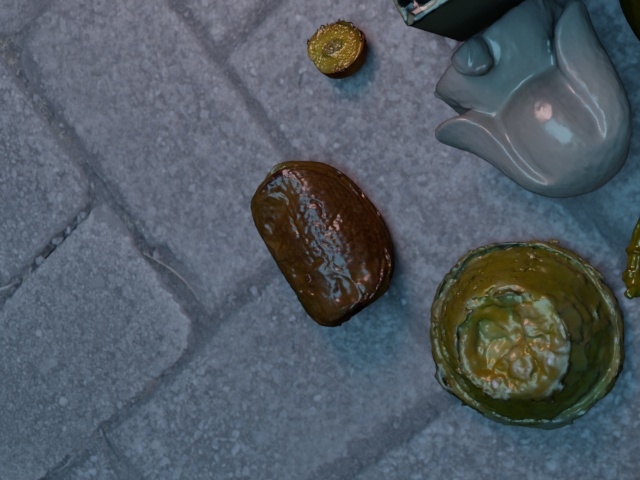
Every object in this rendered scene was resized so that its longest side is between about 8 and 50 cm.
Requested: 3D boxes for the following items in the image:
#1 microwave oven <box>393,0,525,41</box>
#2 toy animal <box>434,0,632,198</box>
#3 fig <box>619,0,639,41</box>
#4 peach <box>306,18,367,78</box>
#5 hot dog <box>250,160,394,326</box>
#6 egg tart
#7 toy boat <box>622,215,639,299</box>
[{"bbox_3d":[0.165,-0.503,1.311,0.247,0.333,0.394,-31,85,21],"label":"microwave oven"},{"bbox_3d":[0.308,-0.178,1.364,0.272,0.206,0.265,-40,77,23],"label":"toy animal"},{"bbox_3d":[0.503,-0.343,1.208,0.316,0.316,0.316,4,100,24],"label":"fig"},{"bbox_3d":[0.032,-0.299,1.550,0.098,0.061,0.098,-6,73,21],"label":"peach"},{"bbox_3d":[0.000,0.000,1.584,0.196,0.122,0.272,-39,78,23],"label":"hot dog"},{"bbox_3d":[0.296,0.151,1.470,0.315,0.120,0.314,4,100,25],"label":"egg tart"},{"bbox_3d":[0.533,-0.042,1.341,0.141,0.099,0.318,46,117,15],"label":"toy boat"}]
